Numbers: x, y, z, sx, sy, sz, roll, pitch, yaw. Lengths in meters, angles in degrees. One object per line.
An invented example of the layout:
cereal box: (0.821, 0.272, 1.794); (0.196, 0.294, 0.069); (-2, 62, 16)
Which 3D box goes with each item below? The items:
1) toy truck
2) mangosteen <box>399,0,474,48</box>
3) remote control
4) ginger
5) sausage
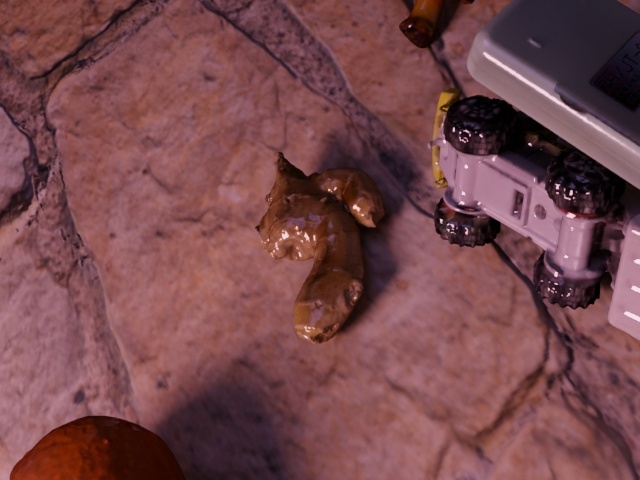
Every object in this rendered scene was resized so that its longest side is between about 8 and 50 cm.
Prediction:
toy truck: (0.199, -0.035, 0.981); (0.111, 0.136, 0.286); (-26, 45, -30)
mangosteen: (0.135, -0.327, 1.201); (0.235, 0.236, 0.261); (39, 125, 43)
remote control: (0.265, -0.099, 0.902); (0.296, 0.056, 0.140); (37, 58, 15)
ginger: (-0.009, 0.006, 1.127); (0.133, 0.059, 0.214); (-1, 59, 22)
sausage: (-0.180, 0.265, 0.976); (0.141, 0.153, 0.268); (-30, 47, 10)
